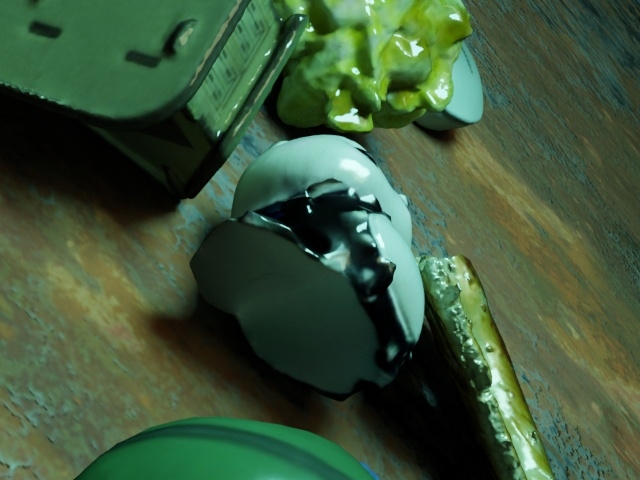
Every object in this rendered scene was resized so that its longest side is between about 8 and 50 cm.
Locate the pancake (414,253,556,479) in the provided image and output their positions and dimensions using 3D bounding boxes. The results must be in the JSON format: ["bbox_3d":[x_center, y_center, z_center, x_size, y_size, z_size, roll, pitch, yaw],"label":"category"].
[{"bbox_3d":[0.124,0.098,0.918,0.244,0.057,0.266,67,1,-56],"label":"pancake"}]

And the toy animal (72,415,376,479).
[{"bbox_3d":[-0.075,0.184,0.469,0.191,0.216,0.338,25,24,6],"label":"toy animal"}]

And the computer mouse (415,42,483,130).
[{"bbox_3d":[0.097,-0.213,1.332,0.231,0.079,0.128,57,25,17],"label":"computer mouse"}]

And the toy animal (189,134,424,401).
[{"bbox_3d":[0.000,0.000,0.846,0.179,0.138,0.166,-79,160,-54],"label":"toy animal"}]

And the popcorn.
[{"bbox_3d":[0.031,-0.174,1.084,0.187,0.167,0.185,55,28,0],"label":"popcorn"}]

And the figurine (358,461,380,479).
[{"bbox_3d":[-0.012,0.176,0.720,0.079,0.077,0.136,28,30,34],"label":"figurine"}]

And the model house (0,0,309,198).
[{"bbox_3d":[-0.101,-0.116,0.880,0.205,0.218,0.279,21,-21,23],"label":"model house"}]
